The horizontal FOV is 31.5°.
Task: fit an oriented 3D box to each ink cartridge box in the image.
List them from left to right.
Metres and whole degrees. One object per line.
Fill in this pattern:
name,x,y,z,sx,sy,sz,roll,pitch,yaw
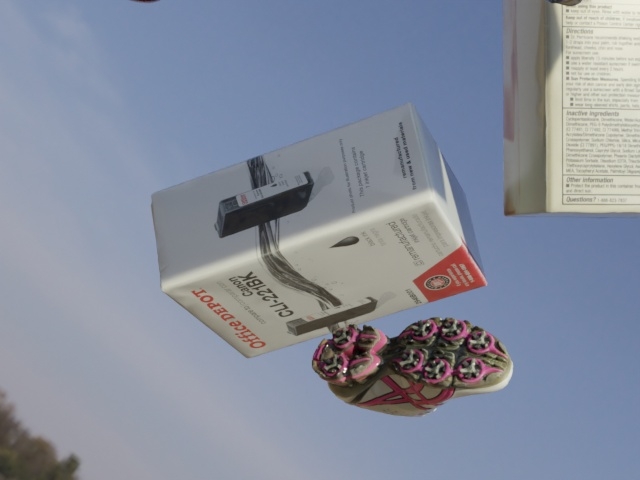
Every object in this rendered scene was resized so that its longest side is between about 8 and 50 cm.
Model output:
ink cartridge box,0.000,0.000,1.106,0.273,0.114,0.197,-18,-31,15

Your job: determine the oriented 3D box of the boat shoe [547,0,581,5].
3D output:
boat shoe,0.173,-0.224,0.706,0.066,0.066,0.183,6,-44,-24

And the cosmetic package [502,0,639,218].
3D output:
cosmetic package,0.256,-0.169,1.059,0.153,0.296,0.129,1,0,-10

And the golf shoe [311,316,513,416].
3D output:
golf shoe,0.087,0.112,0.963,0.186,0.067,0.086,-4,-43,40

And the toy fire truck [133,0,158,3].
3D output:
toy fire truck,-0.143,-0.212,0.643,0.217,0.158,0.246,8,22,-46
